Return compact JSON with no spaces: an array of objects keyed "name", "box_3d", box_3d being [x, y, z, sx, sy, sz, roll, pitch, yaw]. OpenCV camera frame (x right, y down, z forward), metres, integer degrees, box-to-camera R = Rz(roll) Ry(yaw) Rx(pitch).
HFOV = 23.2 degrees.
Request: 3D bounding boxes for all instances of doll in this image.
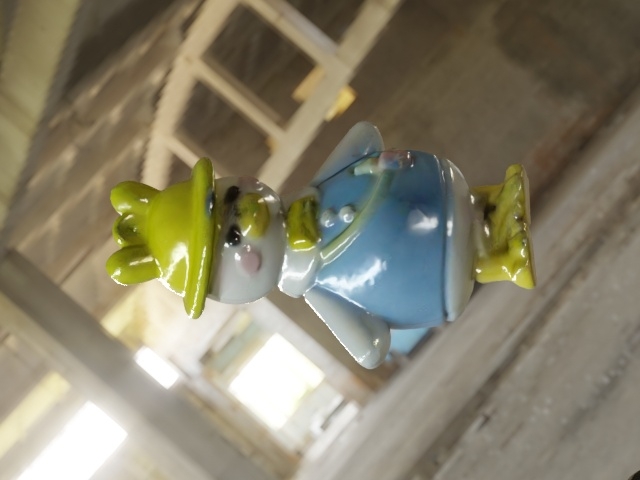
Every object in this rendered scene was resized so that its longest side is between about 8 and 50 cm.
[{"name":"doll","box_3d":[0.000,0.000,0.887,0.099,0.241,0.135,-126,38,-82]}]

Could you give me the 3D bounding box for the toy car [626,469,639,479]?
[{"name":"toy car","box_3d":[0.137,0.180,0.713,0.139,0.112,0.112,-28,-16,-28]}]
